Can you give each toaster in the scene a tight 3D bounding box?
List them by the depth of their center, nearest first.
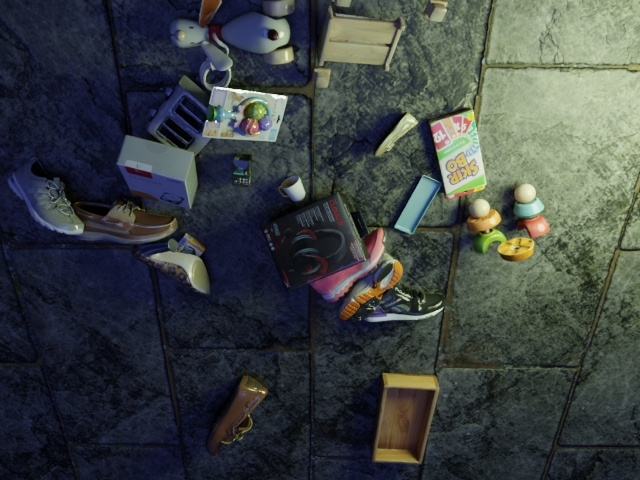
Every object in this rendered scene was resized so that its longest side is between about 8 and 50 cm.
[{"bbox_3d":[-0.365,-0.329,1.401,0.185,0.110,0.168,40,112,-19],"label":"toaster"}]

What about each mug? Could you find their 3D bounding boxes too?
[{"bbox_3d":[-0.081,-0.154,1.532,0.062,0.078,0.064,-42,125,-15],"label":"mug"}]

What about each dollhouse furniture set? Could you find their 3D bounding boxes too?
[{"bbox_3d":[0.149,-0.578,1.313,0.303,0.174,0.356,1,148,-14],"label":"dollhouse furniture set"}]

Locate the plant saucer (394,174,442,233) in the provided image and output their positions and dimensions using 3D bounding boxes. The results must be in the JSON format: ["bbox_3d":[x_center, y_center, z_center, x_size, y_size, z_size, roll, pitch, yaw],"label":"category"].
[{"bbox_3d":[0.300,-0.111,1.571,0.067,0.018,0.192,21,115,-11],"label":"plant saucer"}]

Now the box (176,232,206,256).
[{"bbox_3d":[-0.444,0.048,1.646,0.081,0.028,0.136,37,110,-18],"label":"box"}]

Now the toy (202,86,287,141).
[{"bbox_3d":[-0.190,-0.326,1.363,0.237,0.056,0.137,-3,125,-38],"label":"toy"}]

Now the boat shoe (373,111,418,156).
[{"bbox_3d":[0.212,-0.295,1.453,0.048,0.056,0.153,37,105,-13],"label":"boat shoe"}]

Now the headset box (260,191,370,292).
[{"bbox_3d":[0.000,0.000,1.525,0.293,0.110,0.218,-22,86,13],"label":"headset box"}]

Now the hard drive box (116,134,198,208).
[{"bbox_3d":[-0.444,-0.184,1.411,0.181,0.232,0.089,14,73,-6],"label":"hard drive box"}]

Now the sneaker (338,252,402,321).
[{"bbox_3d":[0.150,0.148,1.643,0.099,0.121,0.262,38,100,-30],"label":"sneaker"}]

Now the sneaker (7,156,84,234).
[{"bbox_3d":[-0.784,-0.127,1.467,0.281,0.105,0.115,42,101,7],"label":"sneaker"}]

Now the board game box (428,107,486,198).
[{"bbox_3d":[0.407,-0.246,1.492,0.124,0.039,0.260,-16,119,9],"label":"board game box"}]

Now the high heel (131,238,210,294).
[{"bbox_3d":[-0.476,0.091,1.628,0.186,0.093,0.261,-6,134,29],"label":"high heel"}]

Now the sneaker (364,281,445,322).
[{"bbox_3d":[0.272,0.193,1.686,0.283,0.107,0.124,-8,112,4],"label":"sneaker"}]

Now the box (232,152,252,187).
[{"bbox_3d":[-0.230,-0.206,1.492,0.052,0.062,0.083,4,118,-3],"label":"box"}]

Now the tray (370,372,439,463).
[{"bbox_3d":[0.318,0.695,1.966,0.202,0.076,0.411,3,119,-2],"label":"tray"}]

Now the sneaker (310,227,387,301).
[{"bbox_3d":[0.080,0.065,1.603,0.136,0.116,0.314,35,113,-21],"label":"sneaker"}]

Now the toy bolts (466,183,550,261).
[{"bbox_3d":[0.572,-0.064,1.507,0.228,0.218,0.159,-25,110,-8],"label":"toy bolts"}]

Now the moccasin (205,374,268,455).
[{"bbox_3d":[-0.320,0.681,1.931,0.147,0.139,0.380,30,105,-6],"label":"moccasin"}]

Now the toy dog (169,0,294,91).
[{"bbox_3d":[-0.212,-0.511,1.275,0.333,0.161,0.220,-21,116,10],"label":"toy dog"}]

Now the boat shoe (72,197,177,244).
[{"bbox_3d":[-0.600,-0.064,1.537,0.324,0.123,0.117,0,116,-2],"label":"boat shoe"}]
